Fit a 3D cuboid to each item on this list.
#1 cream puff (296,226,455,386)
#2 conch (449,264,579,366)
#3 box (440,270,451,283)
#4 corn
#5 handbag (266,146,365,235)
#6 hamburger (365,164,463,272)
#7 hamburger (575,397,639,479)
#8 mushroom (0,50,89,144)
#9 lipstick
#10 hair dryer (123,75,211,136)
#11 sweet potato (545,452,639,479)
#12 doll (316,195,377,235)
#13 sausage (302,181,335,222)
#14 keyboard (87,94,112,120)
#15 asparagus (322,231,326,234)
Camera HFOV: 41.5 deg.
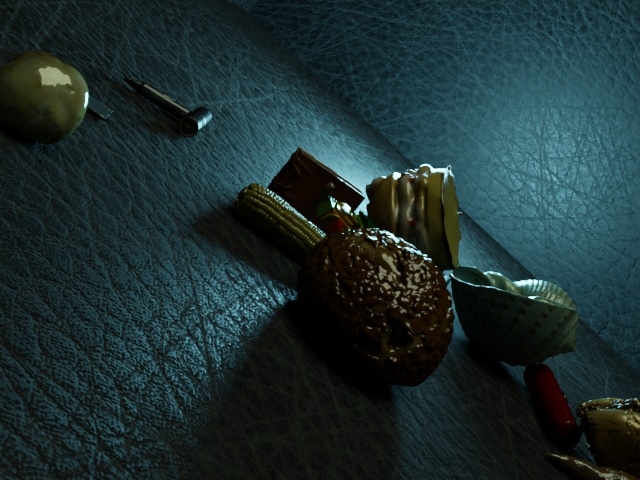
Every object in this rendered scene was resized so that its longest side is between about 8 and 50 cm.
[{"bbox_3d":[0.101,0.095,1.439,0.303,0.212,0.303,33,13,-9],"label":"cream puff"},{"bbox_3d":[0.448,0.190,2.005,0.319,0.215,0.303,11,1,17],"label":"conch"},{"bbox_3d":[0.180,0.094,1.810,0.153,0.092,0.245,34,15,12],"label":"box"},{"bbox_3d":[-0.063,-0.027,1.639,0.231,0.080,0.080,35,16,-17],"label":"corn"},{"bbox_3d":[-0.013,-0.106,1.890,0.190,0.127,0.063,35,14,-21],"label":"handbag"},{"bbox_3d":[0.215,-0.044,2.045,0.276,0.237,0.276,-6,90,-72],"label":"hamburger"},{"bbox_3d":[0.670,0.460,1.837,0.282,0.245,0.155,20,22,-5],"label":"hamburger"},{"bbox_3d":[-0.418,-0.214,1.262,0.148,0.148,0.112,32,-22,-27],"label":"mushroom"},{"bbox_3d":[0.527,0.372,1.933,0.073,0.073,0.279,37,16,-12],"label":"lipstick"},{"bbox_3d":[-0.335,-0.304,1.851,0.195,0.050,0.173,35,13,-6],"label":"hair dryer"},{"bbox_3d":[0.551,0.481,1.713,0.226,0.068,0.068,18,20,-10],"label":"sweet potato"},{"bbox_3d":[0.060,-0.021,1.833,0.186,0.106,0.134,40,25,-43],"label":"doll"},{"bbox_3d":[-0.006,-0.079,1.852,0.026,0.116,0.026,32,22,-14],"label":"sausage"},{"bbox_3d":[-0.459,-0.278,1.530,0.176,0.014,0.055,36,16,-14],"label":"keyboard"},{"bbox_3d":[0.000,0.000,1.828,0.127,0.018,0.015,-70,149,-71],"label":"asparagus"}]
